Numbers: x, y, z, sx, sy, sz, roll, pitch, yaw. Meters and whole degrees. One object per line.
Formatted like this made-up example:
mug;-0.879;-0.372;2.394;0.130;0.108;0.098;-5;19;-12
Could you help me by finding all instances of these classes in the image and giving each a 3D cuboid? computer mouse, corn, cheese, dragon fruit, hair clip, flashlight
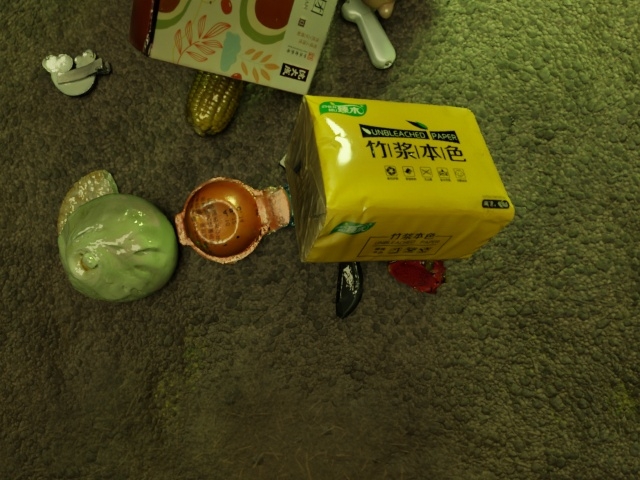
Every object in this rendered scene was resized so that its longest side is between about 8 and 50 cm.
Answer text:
computer mouse;0.073;0.096;1.038;0.062;0.106;0.192;7;92;-1
corn;-0.228;-0.422;1.051;0.120;0.120;0.363;24;91;4
cheese;-0.191;-0.059;1.045;0.329;0.129;0.217;-14;90;3
dragon fruit;0.218;0.031;1.018;0.150;0.133;0.207;-2;57;-30
hair clip;-0.630;-0.433;1.116;0.172;0.049;0.116;-12;85;7
flashlight;0.123;-0.514;1.056;0.093;0.047;0.200;-26;91;-3

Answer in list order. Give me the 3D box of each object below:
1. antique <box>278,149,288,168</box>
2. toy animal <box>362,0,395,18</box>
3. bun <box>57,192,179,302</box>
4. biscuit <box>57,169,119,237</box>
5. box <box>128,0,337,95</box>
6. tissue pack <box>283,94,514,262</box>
antique;0.012;-0.153;1.053;0.221;0.081;0.080;34;94;2
toy animal;0.194;-0.702;0.938;0.247;0.277;0.345;-2;71;-12
bun;-0.482;0.032;1.019;0.283;0.179;0.283;-2;108;-7
biscuit;-0.587;-0.053;1.121;0.188;0.040;0.265;21;94;4
box;-0.151;-0.512;0.867;0.122;0.385;0.344;42;122;39
tissue pack;0.141;-0.119;0.878;0.382;0.228;0.293;-1;60;-16
